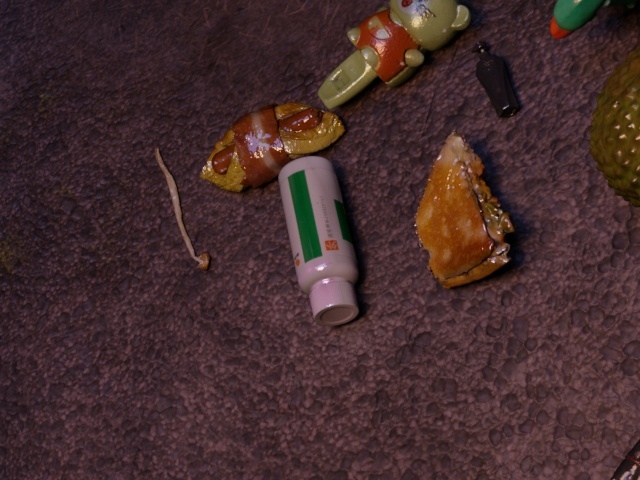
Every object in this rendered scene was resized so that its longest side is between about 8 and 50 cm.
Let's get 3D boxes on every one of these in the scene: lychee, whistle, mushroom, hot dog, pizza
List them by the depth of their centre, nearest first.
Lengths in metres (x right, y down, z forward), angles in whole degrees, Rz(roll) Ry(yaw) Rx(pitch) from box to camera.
[{"bbox_3d":[0.486,-0.158,1.481,0.320,0.270,0.270,-18,58,6],"label":"lychee"},{"bbox_3d":[0.203,-0.033,1.727,0.147,0.069,0.226,-47,45,32],"label":"pizza"},{"bbox_3d":[0.111,-0.309,1.887,0.288,0.106,0.131,-38,59,12],"label":"whistle"},{"bbox_3d":[-0.094,-0.157,1.950,0.262,0.093,0.123,-29,56,18],"label":"hot dog"},{"bbox_3d":[-0.239,-0.055,2.041,0.028,0.026,0.286,-28,52,-1],"label":"mushroom"}]

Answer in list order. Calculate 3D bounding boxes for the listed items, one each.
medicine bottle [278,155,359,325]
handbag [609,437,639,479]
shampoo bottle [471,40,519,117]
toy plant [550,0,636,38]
[{"bbox_3d":[0.000,0.000,1.816,0.095,0.095,0.260,-24,55,21],"label":"medicine bottle"},{"bbox_3d":[0.438,0.308,1.343,0.215,0.169,0.155,30,85,39],"label":"handbag"},{"bbox_3d":[0.259,-0.242,1.812,0.048,0.027,0.137,-27,56,16],"label":"shampoo bottle"},{"bbox_3d":[0.452,-0.381,1.598,0.279,0.185,0.400,-56,24,-10],"label":"toy plant"}]
